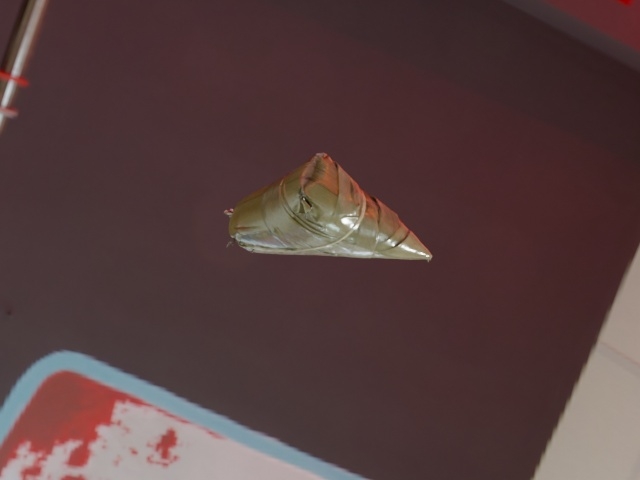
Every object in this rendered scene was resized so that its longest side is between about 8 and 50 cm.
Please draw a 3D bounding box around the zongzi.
[{"bbox_3d":[0.000,0.000,1.109,0.189,0.178,0.081,-25,-141,47],"label":"zongzi"}]
